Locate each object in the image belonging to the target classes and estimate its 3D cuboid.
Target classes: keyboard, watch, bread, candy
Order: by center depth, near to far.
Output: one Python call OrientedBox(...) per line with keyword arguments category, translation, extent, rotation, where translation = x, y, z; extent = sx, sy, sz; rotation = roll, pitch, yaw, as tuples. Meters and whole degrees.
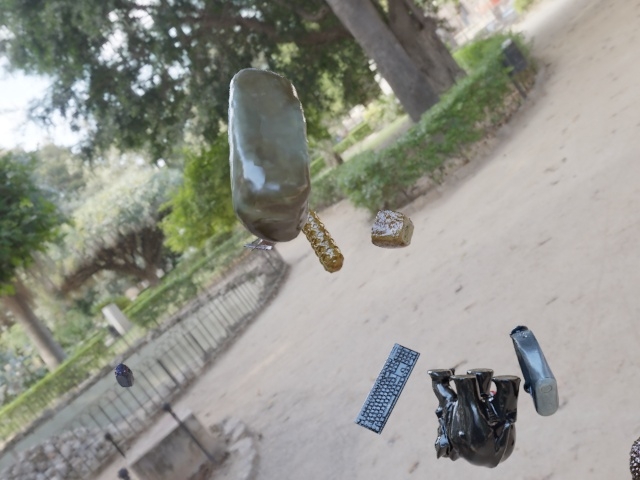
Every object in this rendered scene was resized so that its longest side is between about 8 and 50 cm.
OrientedBox(category="candy", translation=(-0.069, -0.115, 0.889), extent=(0.102, 0.234, 0.104), rotation=(0, -33, -7))
OrientedBox(category="keyboard", translation=(0.141, 0.308, 1.428), extent=(0.198, 0.064, 0.010), rotation=(-58, -28, -25))
OrientedBox(category="bread", translation=(0.000, 0.000, 1.429), extent=(0.044, 0.157, 0.052), rotation=(-4, -37, -42))
OrientedBox(category="bread", translation=(0.154, -0.020, 1.451), extent=(0.083, 0.070, 0.076), rotation=(33, -109, -61))
OrientedBox(category="watch", translation=(0.536, 0.327, 1.700), extent=(0.068, 0.206, 0.193), rotation=(-18, 37, 8))

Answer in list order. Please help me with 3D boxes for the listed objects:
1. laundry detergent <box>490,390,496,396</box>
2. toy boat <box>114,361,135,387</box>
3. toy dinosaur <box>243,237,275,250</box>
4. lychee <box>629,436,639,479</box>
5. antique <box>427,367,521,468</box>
OrientedBox(category="laundry detergent", translation=(0.480, 0.521, 2.108), extent=(0.165, 0.049, 0.097), rotation=(-22, 1, -18))
OrientedBox(category="toy boat", translation=(-0.398, 0.270, 1.379), extent=(0.038, 0.038, 0.083), rotation=(-40, -26, -28))
OrientedBox(category="toy dinosaur", translation=(-0.178, -0.068, 2.054), extent=(0.206, 0.113, 0.327), rotation=(-63, -11, -3))
OrientedBox(category="lychee", translation=(0.903, 0.580, 1.755), extent=(0.188, 0.188, 0.188), rotation=(-36, 7, 5))
OrientedBox(category="antique", translation=(0.404, 0.478, 1.827), extent=(0.185, 0.255, 0.322), rotation=(-4, 0, -19))
